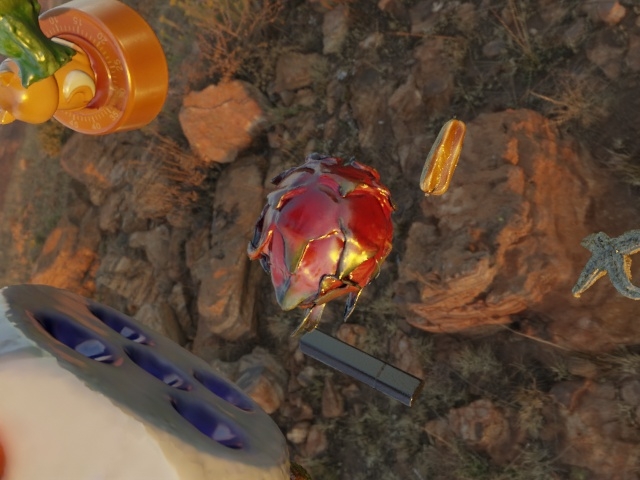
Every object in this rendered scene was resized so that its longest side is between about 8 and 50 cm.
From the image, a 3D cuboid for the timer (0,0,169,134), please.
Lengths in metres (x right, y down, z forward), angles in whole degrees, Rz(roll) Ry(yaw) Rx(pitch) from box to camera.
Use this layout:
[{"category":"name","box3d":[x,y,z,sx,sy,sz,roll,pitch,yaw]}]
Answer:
[{"category":"timer","box3d":[-0.232,-0.145,0.461,0.132,0.132,0.152,-52,5,31]}]

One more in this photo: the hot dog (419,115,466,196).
[{"category":"hot dog","box3d":[0.193,-0.133,0.810,0.133,0.056,0.041,-71,23,12]}]

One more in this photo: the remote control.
[{"category":"remote control","box3d":[0.073,0.230,0.955,0.245,0.063,0.025,21,134,25]}]

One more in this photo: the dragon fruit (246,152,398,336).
[{"category":"dragon fruit","box3d":[0.000,0.000,0.709,0.193,0.192,0.274,138,154,-77]}]

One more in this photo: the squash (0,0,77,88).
[{"category":"squash","box3d":[-0.297,-0.224,0.236,0.107,0.395,0.107,-34,29,23]}]

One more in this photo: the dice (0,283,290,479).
[{"category":"dice","box3d":[-0.188,0.198,0.363,0.259,0.251,0.243,-56,1,-9]}]

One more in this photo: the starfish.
[{"category":"starfish","box3d":[0.567,0.048,0.981,0.247,0.050,0.138,164,111,-81]}]

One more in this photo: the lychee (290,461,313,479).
[{"category":"lychee","box3d":[-0.068,0.498,1.011,0.114,0.146,0.114,-26,48,33]}]
